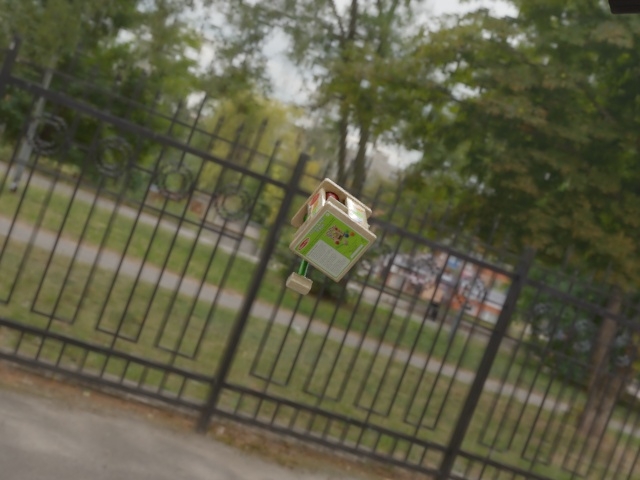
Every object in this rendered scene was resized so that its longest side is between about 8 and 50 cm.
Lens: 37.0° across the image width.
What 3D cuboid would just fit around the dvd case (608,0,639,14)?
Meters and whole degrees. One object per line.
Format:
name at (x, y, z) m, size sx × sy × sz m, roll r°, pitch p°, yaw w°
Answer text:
dvd case at (0.444, -0.286, 0.960) m, size 0.180 × 0.253 × 0.022 m, roll 23°, pitch -42°, yaw 63°

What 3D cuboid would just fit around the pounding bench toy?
pounding bench toy at (0.000, 0.000, 0.817) m, size 0.052 × 0.083 × 0.065 m, roll 35°, pitch 19°, yaw -16°
